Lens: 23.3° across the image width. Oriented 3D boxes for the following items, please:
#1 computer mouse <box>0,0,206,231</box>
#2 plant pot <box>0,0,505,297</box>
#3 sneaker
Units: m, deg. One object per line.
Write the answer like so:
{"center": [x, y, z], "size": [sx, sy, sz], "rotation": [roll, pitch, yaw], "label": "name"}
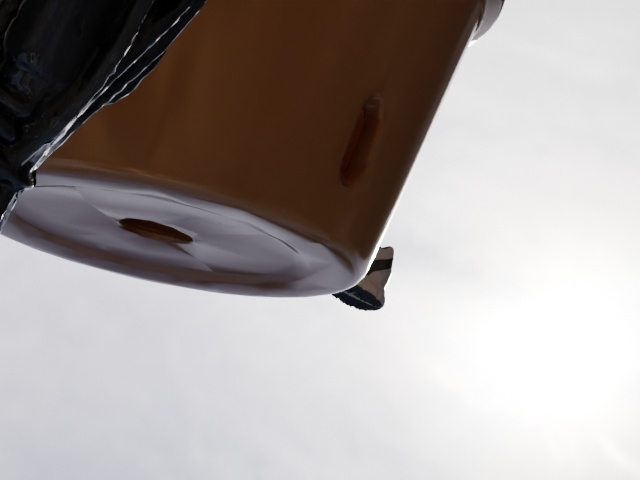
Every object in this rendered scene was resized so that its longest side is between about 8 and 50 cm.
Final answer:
{"center": [-0.151, -0.090, 0.321], "size": [0.272, 0.188, 0.072], "rotation": [39, 179, -22], "label": "computer mouse"}
{"center": [-0.060, -0.096, 0.740], "size": [0.290, 0.204, 0.291], "rotation": [11, 166, 3], "label": "plant pot"}
{"center": [0.000, 0.000, 0.957], "size": [0.109, 0.040, 0.044], "rotation": [35, -117, -24], "label": "sneaker"}
